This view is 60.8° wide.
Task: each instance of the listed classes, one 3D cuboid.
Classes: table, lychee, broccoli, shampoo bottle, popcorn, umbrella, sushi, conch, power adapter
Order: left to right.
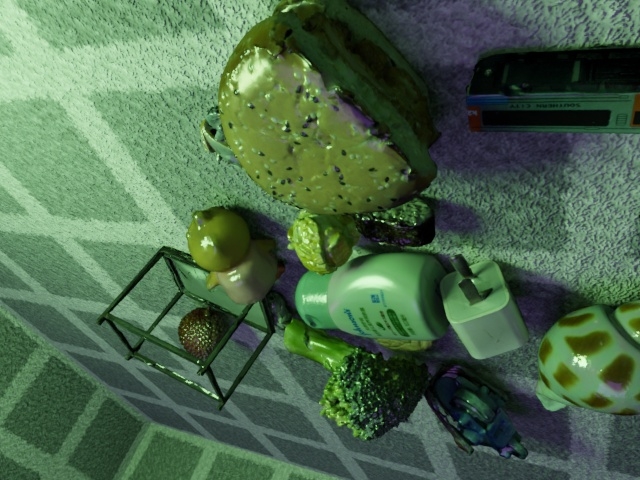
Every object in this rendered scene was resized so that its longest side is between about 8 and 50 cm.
[{"bbox_3d":[-0.343,0.228,1.449,0.335,0.272,0.222,20,145,21],"label":"table"},{"bbox_3d":[-0.357,0.274,1.683,0.165,0.165,0.197,15,107,14],"label":"lychee"},{"bbox_3d":[-0.115,0.204,1.515,0.067,0.062,0.143,-7,134,9],"label":"umbrella"},{"bbox_3d":[0.000,0.000,1.094,0.162,0.135,0.141,-3,161,17],"label":"popcorn"},{"bbox_3d":[0.066,0.323,1.365,0.397,0.275,0.353,36,159,8],"label":"broccoli"},{"bbox_3d":[0.099,0.124,1.190,0.349,0.151,0.222,-4,136,37],"label":"shampoo bottle"},{"bbox_3d":[0.136,-0.039,0.996,0.150,0.090,0.078,10,141,23],"label":"sushi"},{"bbox_3d":[0.302,0.113,1.048,0.125,0.130,0.205,-23,127,19],"label":"power adapter"},{"bbox_3d":[0.543,0.213,0.999,0.249,0.197,0.368,6,163,-36],"label":"conch"}]

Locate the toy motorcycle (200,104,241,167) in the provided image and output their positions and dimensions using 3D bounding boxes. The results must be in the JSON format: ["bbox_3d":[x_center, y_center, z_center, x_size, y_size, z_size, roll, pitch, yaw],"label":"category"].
[{"bbox_3d":[-0.126,-0.167,0.990,0.130,0.094,0.229,-5,150,43],"label":"toy motorcycle"}]

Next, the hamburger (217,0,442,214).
[{"bbox_3d":[0.007,-0.175,0.797,0.318,0.195,0.277,38,142,-17],"label":"hamburger"}]

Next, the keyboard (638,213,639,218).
[{"bbox_3d":[0.567,-0.012,0.833,0.155,0.010,0.053,28,147,-7],"label":"keyboard"}]

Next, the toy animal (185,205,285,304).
[{"bbox_3d":[-0.204,0.030,1.239,0.195,0.169,0.281,-32,122,2],"label":"toy animal"}]

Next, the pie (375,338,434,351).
[{"bbox_3d":[0.194,0.210,1.338,0.185,0.052,0.218,-9,133,41],"label":"pie"}]

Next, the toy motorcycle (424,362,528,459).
[{"bbox_3d":[0.417,0.452,1.470,0.182,0.241,0.319,-36,119,8],"label":"toy motorcycle"}]

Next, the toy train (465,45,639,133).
[{"bbox_3d":[0.388,-0.175,0.652,0.409,0.086,0.089,7,144,24],"label":"toy train"}]
